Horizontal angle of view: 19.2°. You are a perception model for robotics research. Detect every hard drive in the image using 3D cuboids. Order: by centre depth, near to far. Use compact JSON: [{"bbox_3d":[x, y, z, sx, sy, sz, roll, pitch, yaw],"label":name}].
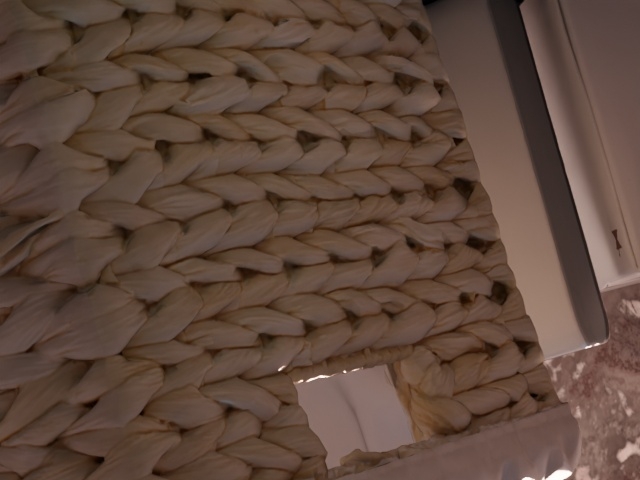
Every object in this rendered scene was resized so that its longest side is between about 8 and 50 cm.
[{"bbox_3d":[0.000,0.000,1.089,0.307,0.203,0.040,-19,172,33],"label":"hard drive"}]

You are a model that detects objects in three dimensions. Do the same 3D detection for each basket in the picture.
[{"bbox_3d":[-0.119,0.040,0.845,0.331,0.266,0.328,-20,173,33],"label":"basket"}]

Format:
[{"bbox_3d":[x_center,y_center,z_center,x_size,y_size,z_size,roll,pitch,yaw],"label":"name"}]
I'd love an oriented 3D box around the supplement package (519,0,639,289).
[{"bbox_3d":[0.272,-0.091,1.083,0.293,0.175,0.177,-15,176,-7],"label":"supplement package"}]
